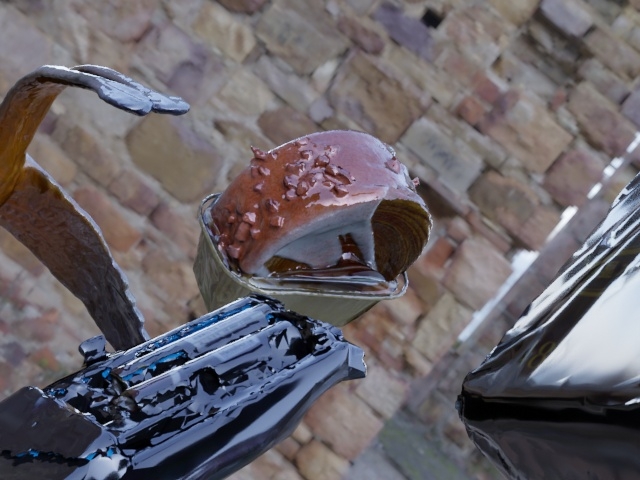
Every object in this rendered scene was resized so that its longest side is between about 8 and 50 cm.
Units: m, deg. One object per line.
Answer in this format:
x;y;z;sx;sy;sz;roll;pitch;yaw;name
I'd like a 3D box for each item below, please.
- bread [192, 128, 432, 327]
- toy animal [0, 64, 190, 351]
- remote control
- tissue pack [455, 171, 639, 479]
0.000;0.000;0.958;0.224;0.212;0.142;3;51;-39;bread
-0.243;-0.058;0.740;0.225;0.284;0.302;-11;46;-46;toy animal
-0.142;0.116;0.513;0.145;0.062;0.399;15;28;41;remote control
0.224;0.059;0.319;0.210;0.198;0.370;42;-20;-8;tissue pack
